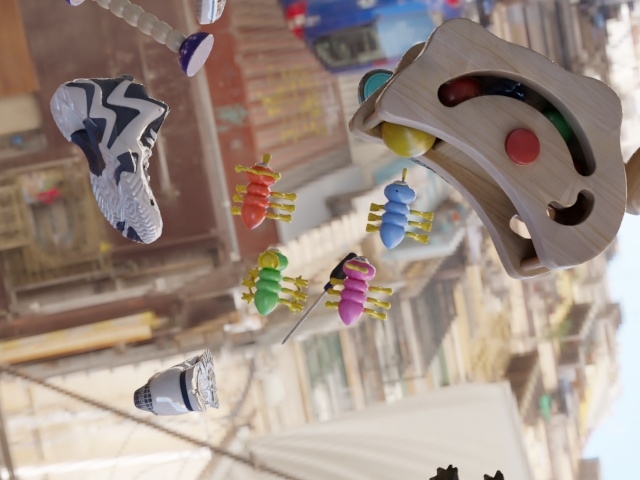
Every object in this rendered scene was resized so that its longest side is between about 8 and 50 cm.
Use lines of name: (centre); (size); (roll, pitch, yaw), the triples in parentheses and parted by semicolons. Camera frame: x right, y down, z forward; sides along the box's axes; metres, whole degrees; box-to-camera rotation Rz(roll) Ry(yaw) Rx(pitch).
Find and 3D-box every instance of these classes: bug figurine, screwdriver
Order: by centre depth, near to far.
bug figurine: (0.000, 0.000, 1.678); (0.279, 0.216, 0.072); (7, 177, 14)
screwdriver: (0.001, 0.077, 1.703); (0.170, 0.024, 0.025); (-51, -164, -31)

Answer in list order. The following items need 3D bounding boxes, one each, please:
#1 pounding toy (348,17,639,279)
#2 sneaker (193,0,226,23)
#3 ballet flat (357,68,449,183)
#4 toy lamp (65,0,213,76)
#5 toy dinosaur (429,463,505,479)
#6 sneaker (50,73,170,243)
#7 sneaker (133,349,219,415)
pounding toy: (0.147, -0.053, 1.026); (0.269, 0.154, 0.155); (23, 165, -13)
sneaker: (-0.154, -0.533, 2.235); (0.127, 0.321, 0.126); (-2, -150, -17)
ballet flat: (0.109, -0.104, 1.291); (0.070, 0.188, 0.070); (-48, -168, 13)
toy lamp: (-0.289, -0.343, 1.880); (0.274, 0.080, 0.080); (31, -165, 7)
toy dinosaur: (0.197, 0.313, 1.307); (0.313, 0.160, 0.121); (-19, -140, 25)
sneaker: (-0.240, -0.121, 1.700); (0.153, 0.235, 0.094); (-28, 171, -40)
sneaker: (-0.203, 0.213, 1.850); (0.095, 0.090, 0.235); (-15, 173, 4)
